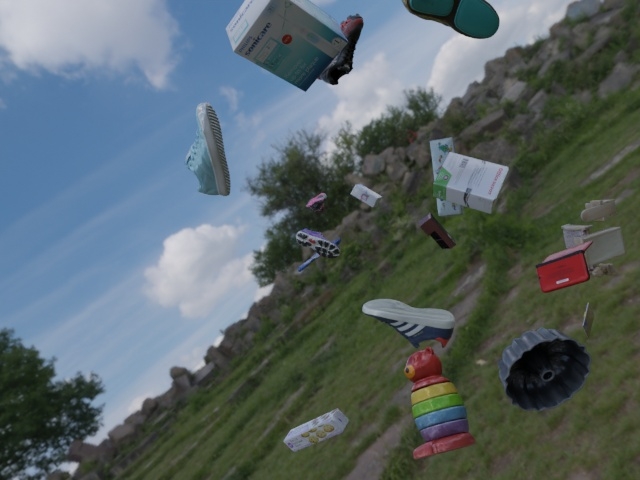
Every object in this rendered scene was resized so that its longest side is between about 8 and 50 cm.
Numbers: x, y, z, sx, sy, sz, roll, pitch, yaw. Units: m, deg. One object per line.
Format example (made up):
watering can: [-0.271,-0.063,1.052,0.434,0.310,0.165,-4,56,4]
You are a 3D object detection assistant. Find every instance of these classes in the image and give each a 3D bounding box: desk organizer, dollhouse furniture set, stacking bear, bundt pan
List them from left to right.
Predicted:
stacking bear: [0.331,0.464,1.454,0.164,0.289,0.175,-2,-29,-24]
desk organizer: [0.381,-0.023,1.617,0.050,0.130,0.047,-40,11,19]
bundt pan: [0.796,0.455,1.801,0.331,0.330,0.124,-47,22,12]
dollhouse furniture set: [0.995,0.000,1.974,0.173,0.304,0.355,-16,6,-11]

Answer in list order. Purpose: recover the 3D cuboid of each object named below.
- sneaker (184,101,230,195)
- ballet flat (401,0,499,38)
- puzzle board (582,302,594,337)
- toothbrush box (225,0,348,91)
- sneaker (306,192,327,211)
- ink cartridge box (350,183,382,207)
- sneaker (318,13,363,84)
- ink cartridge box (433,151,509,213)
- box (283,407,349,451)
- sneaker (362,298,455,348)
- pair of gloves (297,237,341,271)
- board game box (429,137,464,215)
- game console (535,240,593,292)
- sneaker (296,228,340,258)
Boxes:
sneaker: [-0.419,-0.306,1.753,0.135,0.149,0.366,-95,1,-53]
ballet flat: [0.407,-0.735,1.566,0.348,0.123,0.123,8,-34,-21]
puzzle board: [1.025,0.306,1.898,0.128,0.011,0.097,42,-115,-43]
toothbrush box: [-0.100,-0.621,1.498,0.295,0.126,0.216,18,-49,-43]
sneaker: [-0.003,-0.141,1.902,0.047,0.057,0.119,-51,16,-31]
ink cartridge box: [0.209,-0.203,2.241,0.052,0.122,0.088,-60,-13,19]
sneaker: [0.088,-0.701,1.852,0.097,0.135,0.276,5,-51,-53]
ink cartridge box: [0.533,-0.206,1.761,0.160,0.219,0.093,-58,-25,-23]
box: [-0.020,0.712,1.849,0.324,0.067,0.063,-40,4,41]
sneaker: [0.326,0.326,1.884,0.131,0.349,0.148,-44,-38,-64]
pair of gloves: [-0.001,0.055,1.904,0.159,0.023,0.198,-33,2,43]
board game box: [0.527,-0.253,2.054,0.097,0.304,0.224,-7,-1,18]
game console: [0.691,0.074,1.385,0.085,0.124,0.144,8,-24,-31]
sneaker: [0.000,0.000,1.707,0.071,0.169,0.068,-42,-27,-46]
